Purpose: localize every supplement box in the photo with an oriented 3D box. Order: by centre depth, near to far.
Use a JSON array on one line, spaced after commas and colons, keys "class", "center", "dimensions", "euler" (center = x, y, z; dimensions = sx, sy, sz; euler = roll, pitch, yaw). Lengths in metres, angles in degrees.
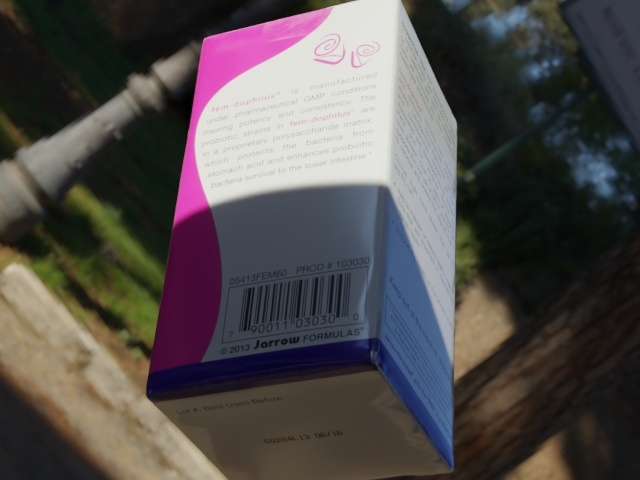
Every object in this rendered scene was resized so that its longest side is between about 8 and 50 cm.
[{"class": "supplement box", "center": [0.000, 0.000, 0.700], "dimensions": [0.114, 0.111, 0.220], "euler": [56, 31, -48]}]
